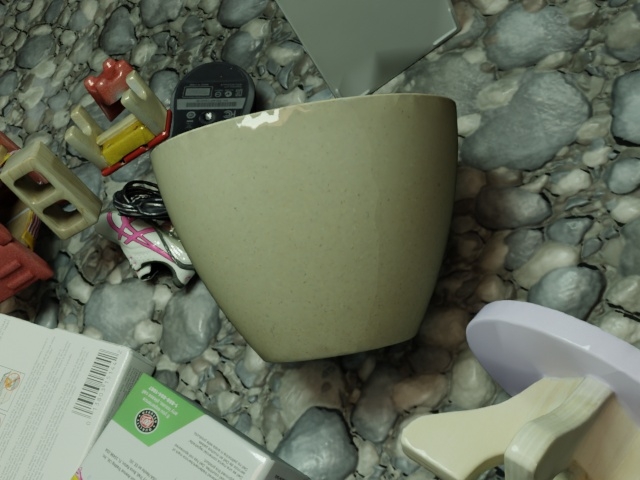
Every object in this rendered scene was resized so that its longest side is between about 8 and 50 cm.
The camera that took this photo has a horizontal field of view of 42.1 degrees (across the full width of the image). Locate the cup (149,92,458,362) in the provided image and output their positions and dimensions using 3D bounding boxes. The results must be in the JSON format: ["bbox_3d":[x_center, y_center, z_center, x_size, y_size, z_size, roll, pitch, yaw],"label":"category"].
[{"bbox_3d":[0.000,0.000,0.892,0.331,0.331,0.237,-10,87,19],"label":"cup"}]

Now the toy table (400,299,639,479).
[{"bbox_3d":[0.214,0.188,0.734,0.274,0.252,0.161,22,57,41],"label":"toy table"}]

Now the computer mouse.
[{"bbox_3d":[-0.158,-0.125,1.131,0.188,0.072,0.272,4,58,10],"label":"computer mouse"}]

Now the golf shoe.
[{"bbox_3d":[-0.239,0.007,1.113,0.186,0.067,0.086,15,72,29],"label":"golf shoe"}]

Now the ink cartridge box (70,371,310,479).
[{"bbox_3d":[-0.176,0.318,0.892,0.201,0.117,0.278,25,76,32],"label":"ink cartridge box"}]

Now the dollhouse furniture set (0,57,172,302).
[{"bbox_3d":[-0.341,-0.088,1.101,0.374,0.152,0.201,-29,35,15],"label":"dollhouse furniture set"}]

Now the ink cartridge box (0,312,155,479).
[{"bbox_3d":[-0.379,0.253,1.046,0.261,0.066,0.296,11,69,28],"label":"ink cartridge box"}]

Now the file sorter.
[{"bbox_3d":[0.023,-0.350,1.063,0.193,0.277,0.173,-35,52,4],"label":"file sorter"}]
